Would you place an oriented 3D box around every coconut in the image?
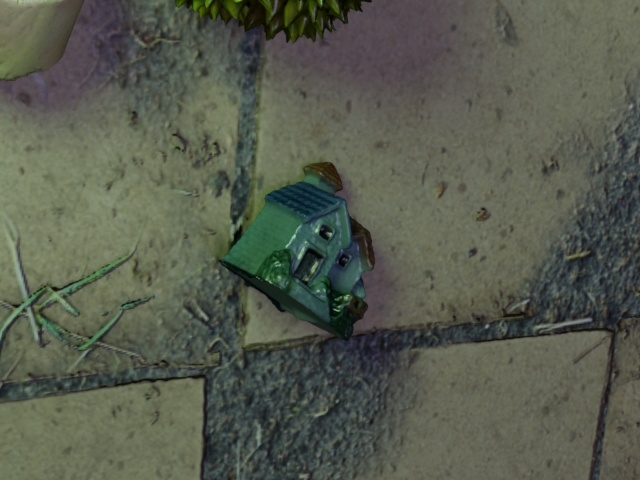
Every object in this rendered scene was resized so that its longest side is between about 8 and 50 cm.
[{"bbox_3d":[-0.257,-0.221,1.362,0.147,0.147,0.153,-8,145,-28],"label":"coconut"}]

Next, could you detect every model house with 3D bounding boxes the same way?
[{"bbox_3d":[0.000,0.000,1.624,0.148,0.119,0.149,34,81,-34],"label":"model house"}]

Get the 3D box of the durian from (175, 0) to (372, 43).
[{"bbox_3d":[-0.045,-0.294,1.417,0.291,0.224,0.291,-3,94,-62],"label":"durian"}]
